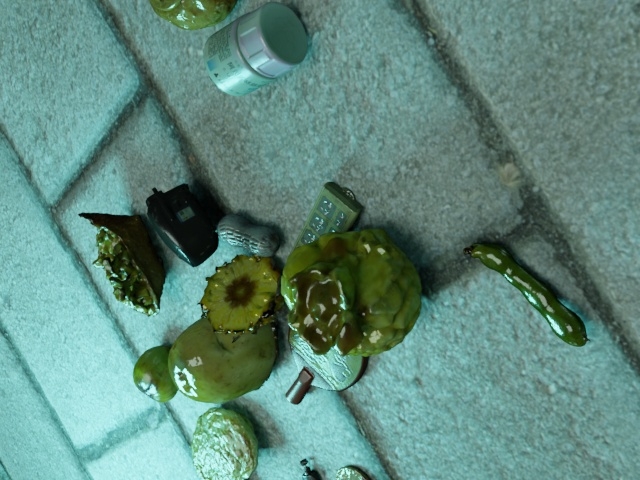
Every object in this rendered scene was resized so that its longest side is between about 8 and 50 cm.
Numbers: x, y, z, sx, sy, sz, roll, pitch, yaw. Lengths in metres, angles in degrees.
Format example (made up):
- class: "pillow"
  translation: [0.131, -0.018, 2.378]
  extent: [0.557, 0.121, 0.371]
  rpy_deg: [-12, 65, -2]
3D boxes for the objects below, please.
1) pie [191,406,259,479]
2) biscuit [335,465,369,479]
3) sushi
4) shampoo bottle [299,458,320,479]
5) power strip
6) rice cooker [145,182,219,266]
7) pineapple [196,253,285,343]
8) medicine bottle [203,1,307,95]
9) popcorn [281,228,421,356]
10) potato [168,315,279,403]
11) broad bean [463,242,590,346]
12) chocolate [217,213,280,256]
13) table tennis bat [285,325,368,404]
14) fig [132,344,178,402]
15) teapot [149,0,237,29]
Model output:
- class: "pie"
  translation: [-0.248, 0.531, 1.925]
  extent: [0.248, 0.090, 0.201]
  rpy_deg: [-25, 76, 41]
- class: "biscuit"
  translation: [0.083, 0.580, 1.727]
  extent: [0.120, 0.015, 0.120]
  rpy_deg: [18, 121, 33]
- class: "sushi"
  translation: [-0.489, 0.057, 1.847]
  extent: [0.167, 0.179, 0.296]
  rpy_deg: [-4, 107, 46]
- class: "shampoo bottle"
  translation: [-0.017, 0.599, 1.810]
  extent: [0.048, 0.027, 0.137]
  rpy_deg: [-17, 99, 37]
- class: "power strip"
  translation: [0.000, 0.000, 1.512]
  extent: [0.092, 0.034, 0.268]
  rpy_deg: [42, 131, 17]
- class: "rice cooker"
  translation: [-0.313, -0.038, 1.679]
  extent: [0.203, 0.118, 0.142]
  rpy_deg: [56, 171, 8]
- class: "pineapple"
  translation: [-0.162, 0.126, 1.625]
  extent: [0.225, 0.225, 0.076]
  rpy_deg: [17, 160, 33]
- class: "medicine bottle"
  translation: [-0.122, -0.357, 1.382]
  extent: [0.168, 0.135, 0.135]
  rpy_deg: [-17, 98, 42]
- class: "popcorn"
  translation: [0.055, 0.102, 1.379]
  extent: [0.270, 0.258, 0.224]
  rpy_deg: [-118, 19, -53]
- class: "potato"
  translation: [-0.243, 0.274, 1.724]
  extent: [0.285, 0.242, 0.242]
  rpy_deg: [-34, 87, 46]
- class: "broad bean"
  translation: [0.352, 0.083, 1.250]
  extent: [0.256, 0.053, 0.052]
  rpy_deg: [43, 169, 17]
- class: "chocolate"
  translation: [-0.159, -0.012, 1.613]
  extent: [0.167, 0.072, 0.072]
  rpy_deg: [21, 122, 32]
- class: "table tennis bat"
  translation: [-0.001, 0.260, 1.638]
  extent: [0.200, 0.038, 0.310]
  rpy_deg: [43, 127, 17]
- class: "fig"
  translation: [-0.441, 0.363, 1.986]
  extent: [0.136, 0.121, 0.153]
  rpy_deg: [21, 122, 26]
- class: "teapot"
  translation: [-0.259, -0.502, 1.402]
  extent: [0.311, 0.167, 0.203]
  rpy_deg: [12, 117, 35]
